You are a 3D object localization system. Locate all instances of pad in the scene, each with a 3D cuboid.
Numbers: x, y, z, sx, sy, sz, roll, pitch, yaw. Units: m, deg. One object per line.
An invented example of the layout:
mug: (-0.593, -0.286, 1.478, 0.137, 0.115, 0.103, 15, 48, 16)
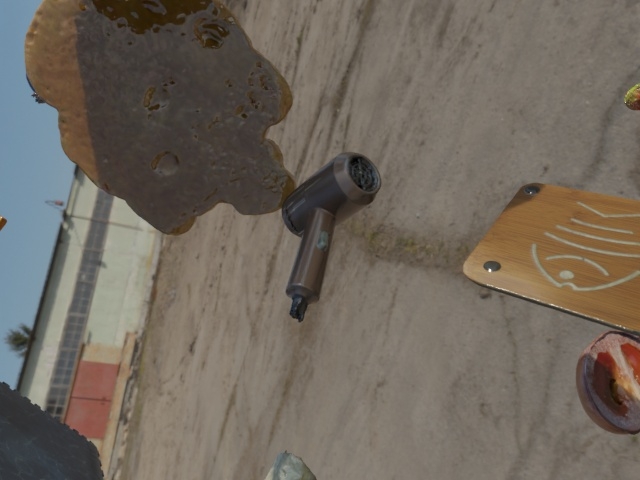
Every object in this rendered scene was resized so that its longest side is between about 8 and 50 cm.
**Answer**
pad: (-0.340, 0.298, 0.622, 0.269, 0.012, 0.270, 42, 164, 47)
pad: (0.386, 0.011, 0.716, 0.286, 0.284, 0.018, 17, 135, 36)

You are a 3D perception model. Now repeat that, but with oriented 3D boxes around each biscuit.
biscuit: (-0.184, -0.166, 0.619, 0.269, 0.376, 0.051, -50, 4, 12)

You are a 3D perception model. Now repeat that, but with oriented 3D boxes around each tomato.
tomato: (0.614, 0.298, 1.059, 0.112, 0.227, 0.199, 130, 130, -60)

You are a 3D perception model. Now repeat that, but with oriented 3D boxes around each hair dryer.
hair dryer: (0.000, 0.000, 0.522, 0.117, 0.064, 0.182, -32, 36, 47)

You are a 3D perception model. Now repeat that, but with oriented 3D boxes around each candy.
candy: (0.811, -0.295, 1.193, 0.201, 0.060, 0.060, 53, 137, 23)

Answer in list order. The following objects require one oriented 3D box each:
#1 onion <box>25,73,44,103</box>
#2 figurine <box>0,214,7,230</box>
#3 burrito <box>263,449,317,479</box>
onion: (-0.500, -0.295, 0.949, 0.104, 0.115, 0.115, -60, 7, -34)
figurine: (-0.496, -0.044, 0.588, 0.180, 0.262, 0.154, -40, -29, -34)
burrito: (-0.095, 0.525, 0.875, 0.105, 0.143, 0.299, 21, 69, 32)
